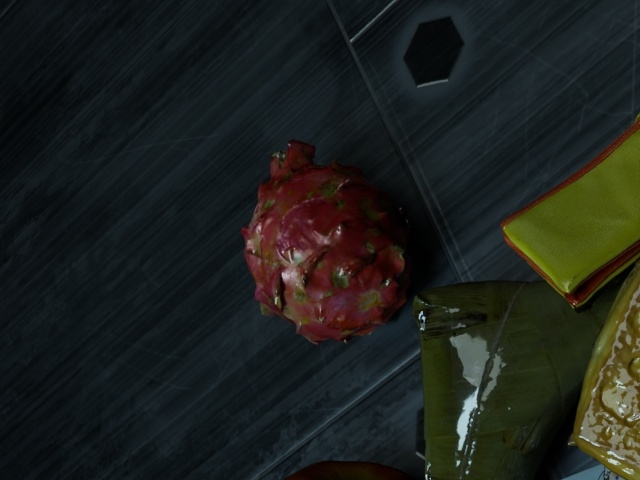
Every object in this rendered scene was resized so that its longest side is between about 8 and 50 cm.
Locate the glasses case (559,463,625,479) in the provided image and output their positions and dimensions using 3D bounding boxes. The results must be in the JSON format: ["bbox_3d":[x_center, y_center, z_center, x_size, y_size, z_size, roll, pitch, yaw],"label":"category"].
[{"bbox_3d":[0.300,0.275,1.614,0.178,0.045,0.067,-29,60,33],"label":"glasses case"}]

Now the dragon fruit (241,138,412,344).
[{"bbox_3d":[0.000,0.000,1.859,0.205,0.210,0.268,-20,61,-8],"label":"dragon fruit"}]

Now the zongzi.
[{"bbox_3d":[0.255,0.174,1.639,0.300,0.145,0.274,-4,84,23],"label":"zongzi"}]

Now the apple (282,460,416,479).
[{"bbox_3d":[0.030,0.365,1.727,0.230,0.230,0.230,-13,71,39],"label":"apple"}]

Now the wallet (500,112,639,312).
[{"bbox_3d":[0.319,-0.038,1.615,0.241,0.067,0.141,-36,46,-7],"label":"wallet"}]

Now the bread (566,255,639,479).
[{"bbox_3d":[0.373,0.145,1.526,0.210,0.099,0.235,25,90,23],"label":"bread"}]
